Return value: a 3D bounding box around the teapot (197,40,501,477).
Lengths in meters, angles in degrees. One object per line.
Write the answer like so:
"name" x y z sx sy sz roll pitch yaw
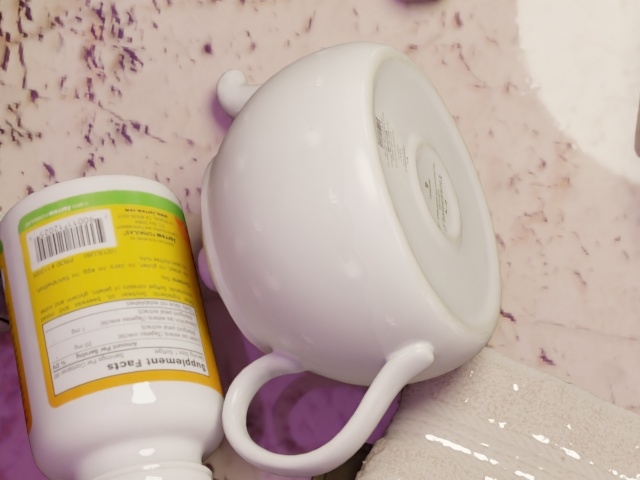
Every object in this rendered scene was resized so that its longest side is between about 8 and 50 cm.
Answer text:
"teapot" 0.000 0.000 1.350 0.187 0.256 0.252 -20 99 21

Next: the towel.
"towel" 0.167 0.187 1.349 0.282 0.049 0.187 24 49 7

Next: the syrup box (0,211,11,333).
"syrup box" -0.345 0.041 1.438 0.236 0.093 0.096 -13 82 4

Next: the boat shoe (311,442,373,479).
"boat shoe" 0.064 0.281 1.345 0.110 0.104 0.307 -8 49 -25

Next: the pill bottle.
"pill bottle" -0.141 0.090 1.360 0.136 0.136 0.246 -15 65 3
